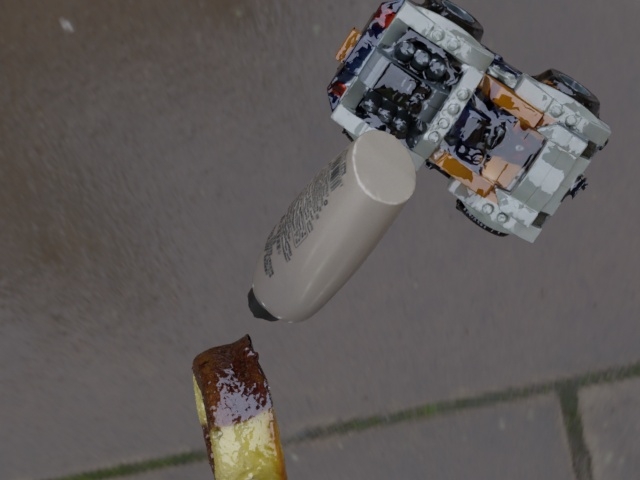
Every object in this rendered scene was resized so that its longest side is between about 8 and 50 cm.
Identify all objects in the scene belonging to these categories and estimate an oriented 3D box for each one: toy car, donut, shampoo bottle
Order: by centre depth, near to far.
[{"bbox_3d":[-0.063,0.144,1.340,0.059,0.140,0.140,-11,73,-8],"label":"donut"},{"bbox_3d":[0.000,0.000,1.587,0.078,0.257,0.127,17,53,-22],"label":"shampoo bottle"},{"bbox_3d":[0.150,-0.130,1.823,0.301,0.118,0.193,32,109,-9],"label":"toy car"}]
